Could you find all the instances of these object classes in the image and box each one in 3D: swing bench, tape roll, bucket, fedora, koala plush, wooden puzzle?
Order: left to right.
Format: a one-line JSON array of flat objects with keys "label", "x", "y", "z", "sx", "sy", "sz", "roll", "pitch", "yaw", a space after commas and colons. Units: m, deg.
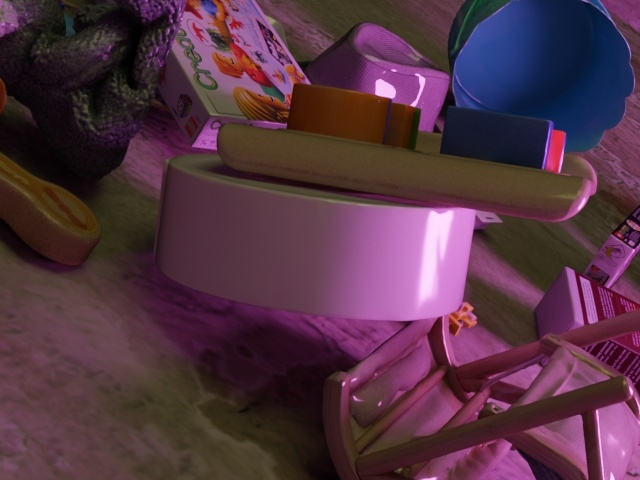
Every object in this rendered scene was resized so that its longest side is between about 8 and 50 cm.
[{"label": "koala plush", "x": -0.271, "y": -0.182, "z": 1.219, "sx": 0.221, "sy": 0.203, "sz": 0.196, "roll": 20, "pitch": -13, "yaw": -20}, {"label": "tape roll", "x": -0.005, "y": -0.009, "z": 1.165, "sx": 0.286, "sy": 0.100, "sz": 0.286, "roll": 7, "pitch": 10, "yaw": -1}, {"label": "fedora", "x": 0.075, "y": -0.209, "z": 1.719, "sx": 0.275, "sy": 0.124, "sz": 0.244, "roll": -2, "pitch": 40, "yaw": -49}, {"label": "wooden puzzle", "x": 0.102, "y": -0.095, "z": 1.222, "sx": 0.322, "sy": 0.080, "sz": 0.348, "roll": 10, "pitch": 9, "yaw": 12}, {"label": "swing bench", "x": 0.170, "y": 0.153, "z": 1.082, "sx": 0.255, "sy": 0.165, "sz": 0.253, "roll": -2, "pitch": 13, "yaw": 27}, {"label": "bucket", "x": 0.325, "y": -0.274, "z": 1.961, "sx": 0.281, "sy": 0.281, "sz": 0.183, "roll": 23, "pitch": 23, "yaw": -15}]

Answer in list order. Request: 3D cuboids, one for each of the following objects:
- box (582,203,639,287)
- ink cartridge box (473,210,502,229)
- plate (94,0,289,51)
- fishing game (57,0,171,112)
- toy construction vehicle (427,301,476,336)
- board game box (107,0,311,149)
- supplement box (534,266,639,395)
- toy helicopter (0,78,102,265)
[{"label": "box", "x": 0.377, "y": 0.022, "z": 1.639, "sx": 0.036, "sy": 0.114, "sz": 0.207, "roll": 37, "pitch": 25, "yaw": 13}, {"label": "ink cartridge box", "x": 0.188, "y": -0.039, "z": 1.643, "sx": 0.048, "sy": 0.028, "sz": 0.083, "roll": 0, "pitch": 39, "yaw": -47}, {"label": "plate", "x": -0.170, "y": -0.287, "z": 1.669, "sx": 0.277, "sy": 0.045, "sz": 0.278, "roll": 23, "pitch": 22, "yaw": -16}, {"label": "fishing game", "x": -0.238, "y": -0.206, "z": 1.477, "sx": 0.189, "sy": 0.041, "sz": 0.264, "roll": 17, "pitch": 22, "yaw": -44}, {"label": "toy construction vehicle", "x": 0.127, "y": 0.065, "z": 1.379, "sx": 0.098, "sy": 0.035, "sz": 0.086, "roll": -4, "pitch": 42, "yaw": -51}, {"label": "board game box", "x": -0.123, "y": -0.219, "z": 1.478, "sx": 0.193, "sy": 0.053, "sz": 0.305, "roll": 2, "pitch": 45, "yaw": -43}, {"label": "supplement box", "x": 0.368, "y": 0.136, "z": 1.468, "sx": 0.239, "sy": 0.073, "sz": 0.130, "roll": 26, "pitch": 26, "yaw": -7}, {"label": "toy helicopter", "x": -0.342, "y": -0.097, "z": 1.106, "sx": 0.355, "sy": 0.140, "sz": 0.235, "roll": 36, "pitch": 15, "yaw": -14}]
